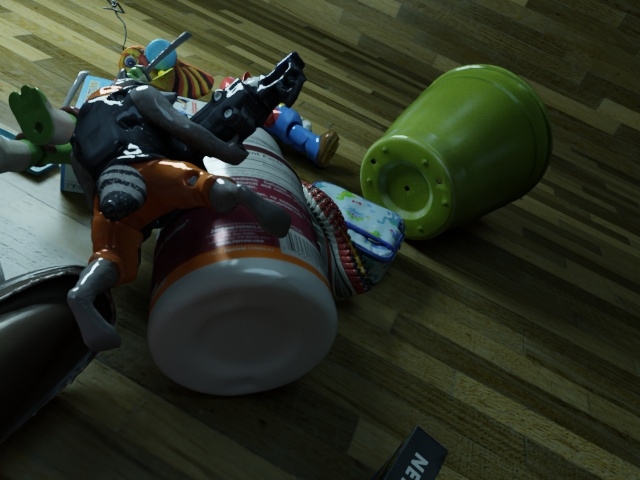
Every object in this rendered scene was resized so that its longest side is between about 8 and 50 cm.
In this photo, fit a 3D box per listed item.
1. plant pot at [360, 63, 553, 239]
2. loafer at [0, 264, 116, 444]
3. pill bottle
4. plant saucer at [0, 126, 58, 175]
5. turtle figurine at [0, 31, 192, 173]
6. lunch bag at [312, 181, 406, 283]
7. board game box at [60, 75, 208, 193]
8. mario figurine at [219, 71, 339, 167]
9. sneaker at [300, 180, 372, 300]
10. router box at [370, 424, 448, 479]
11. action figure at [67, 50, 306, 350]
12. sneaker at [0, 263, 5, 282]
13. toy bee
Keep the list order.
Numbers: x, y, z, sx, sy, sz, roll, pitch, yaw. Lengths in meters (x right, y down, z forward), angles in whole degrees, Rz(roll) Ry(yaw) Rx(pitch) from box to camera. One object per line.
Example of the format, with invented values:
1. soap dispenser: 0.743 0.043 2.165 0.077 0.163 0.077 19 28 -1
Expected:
1. plant pot: 0.283 -0.179 1.111 0.366 0.366 0.353 39 49 21
2. loafer: -0.320 0.147 0.429 0.130 0.134 0.366 -8 27 36
3. pill bottle: -0.121 -0.004 0.697 0.224 0.224 0.392 9 37 -21
4. plant saucer: -0.554 -0.167 0.844 0.192 0.018 0.067 26 34 2
5. turtle figurine: -0.341 -0.185 0.681 0.197 0.275 0.266 12 14 14
6. lunch bag: 0.051 -0.020 0.946 0.219 0.090 0.176 28 37 8
7. board game box: -0.323 -0.194 0.957 0.301 0.086 0.308 8 37 -22
8. mario figurine: -0.094 -0.317 1.172 0.320 0.198 0.170 30 56 1
9. sneaker: 0.000 0.000 0.825 0.088 0.092 0.225 5 59 -66
10. router box: 0.052 0.289 0.484 0.046 0.133 0.179 36 35 17
11. action figure: -0.159 -0.102 0.509 0.178 0.341 0.330 41 8 -48
12. sneaker: -0.484 -0.079 0.588 0.127 0.208 0.319 -23 55 -35
13. toy bee: -0.425 -0.420 1.181 0.298 0.162 0.195 34 2 -7
